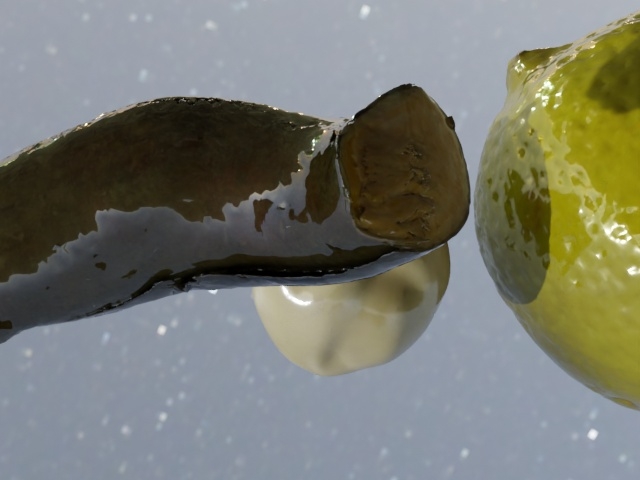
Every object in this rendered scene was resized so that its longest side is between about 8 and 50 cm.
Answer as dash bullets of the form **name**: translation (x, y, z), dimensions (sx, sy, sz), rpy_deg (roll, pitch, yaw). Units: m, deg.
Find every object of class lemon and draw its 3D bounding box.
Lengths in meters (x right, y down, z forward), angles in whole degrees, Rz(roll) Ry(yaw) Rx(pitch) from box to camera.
- **lemon**: translation (0.226, -0.016, 1.032), dimensions (0.267, 0.267, 0.267), rpy_deg (19, -152, -11)

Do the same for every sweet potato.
- **sweet potato**: translation (-0.081, -0.007, 0.701), dimensions (0.285, 0.085, 0.112), rpy_deg (-12, -154, 3)

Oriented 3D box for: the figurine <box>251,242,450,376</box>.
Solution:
- **figurine**: translation (0.000, 0.000, 0.986), dimensions (0.108, 0.114, 0.196), rpy_deg (38, -173, -27)
